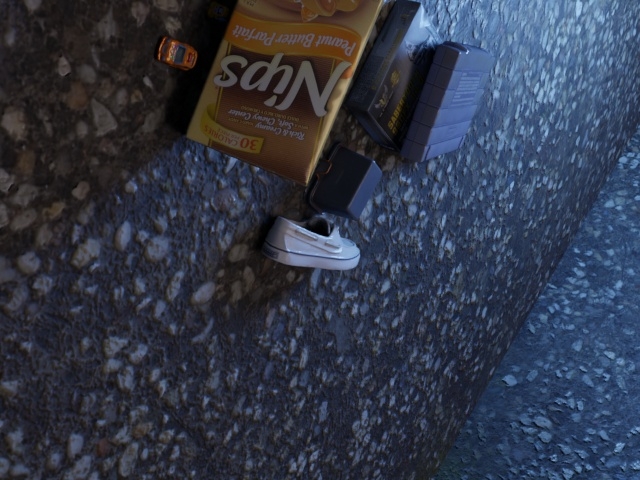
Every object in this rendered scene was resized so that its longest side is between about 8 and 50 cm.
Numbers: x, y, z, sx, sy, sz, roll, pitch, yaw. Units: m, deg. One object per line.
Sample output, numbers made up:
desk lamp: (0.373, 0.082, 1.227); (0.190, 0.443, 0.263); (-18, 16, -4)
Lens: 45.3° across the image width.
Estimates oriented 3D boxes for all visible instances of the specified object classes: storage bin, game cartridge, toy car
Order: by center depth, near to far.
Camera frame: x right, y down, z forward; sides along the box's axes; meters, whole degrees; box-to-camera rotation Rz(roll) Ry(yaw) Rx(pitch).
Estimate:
toy car: (-0.166, -0.277, 1.018); (0.122, 0.040, 0.060); (-62, 148, -9)
storage bin: (0.045, -0.106, 1.398); (0.135, 0.091, 0.098); (-62, 148, -11)
game cartridge: (0.267, -0.289, 1.578); (0.355, 0.068, 0.230); (-25, 132, -65)

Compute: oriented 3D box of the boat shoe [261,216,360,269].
boat shoe: (0.000, 0.000, 1.393); (0.258, 0.095, 0.084); (2, 112, -58)

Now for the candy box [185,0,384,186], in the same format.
candy box: (-0.046, -0.255, 1.061); (0.087, 0.183, 0.316); (-136, -112, -77)

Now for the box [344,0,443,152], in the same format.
box: (0.151, -0.311, 1.466); (0.231, 0.056, 0.183); (-64, 149, -7)
